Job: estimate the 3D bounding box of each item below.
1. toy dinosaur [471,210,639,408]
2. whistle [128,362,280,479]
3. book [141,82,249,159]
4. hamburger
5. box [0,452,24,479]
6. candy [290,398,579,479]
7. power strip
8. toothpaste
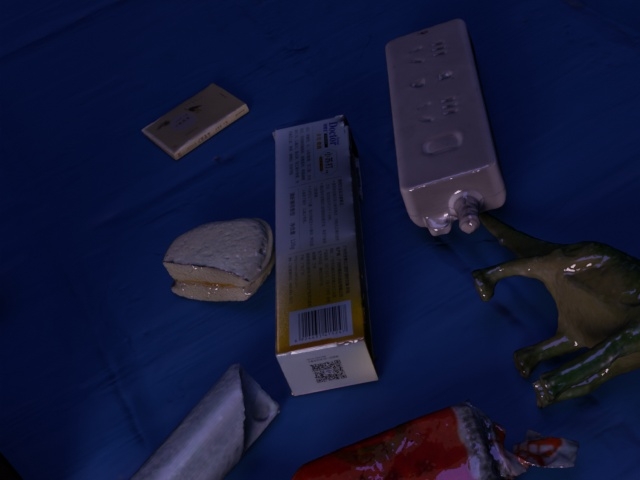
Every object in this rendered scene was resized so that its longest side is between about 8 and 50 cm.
[{"bbox_3d":[0.293,0.034,0.799,0.300,0.087,0.447,-25,38,3],"label":"toy dinosaur"},{"bbox_3d":[-0.147,0.227,0.795,0.062,0.062,0.312,22,57,35],"label":"whistle"},{"bbox_3d":[-0.150,-0.145,1.197,0.111,0.014,0.077,-37,46,-18],"label":"book"},{"bbox_3d":[-0.090,0.015,0.983,0.121,0.054,0.084,3,43,38],"label":"hamburger"},{"bbox_3d":[-0.420,0.225,0.756,0.339,0.229,0.239,-43,49,-18],"label":"box"},{"bbox_3d":[0.054,0.187,0.767,0.292,0.059,0.086,-18,45,3],"label":"candy"},{"bbox_3d":[0.126,-0.123,1.031,0.098,0.058,0.338,-15,40,12],"label":"power strip"},{"bbox_3d":[0.000,0.000,0.963,0.089,0.071,0.313,-13,44,10],"label":"toothpaste"}]
